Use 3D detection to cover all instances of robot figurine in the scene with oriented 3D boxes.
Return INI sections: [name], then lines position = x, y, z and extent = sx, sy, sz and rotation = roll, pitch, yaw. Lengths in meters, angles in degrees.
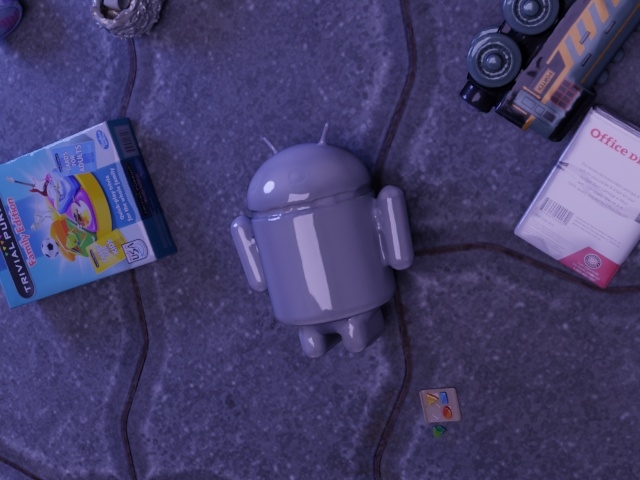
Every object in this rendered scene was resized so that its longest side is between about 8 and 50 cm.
[robot figurine]
position = 0.000, 0.000, 1.564
extent = 0.300, 0.200, 0.354
rotation = -10, 98, 21

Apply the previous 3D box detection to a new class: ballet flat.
[ballet flat]
position = -0.279, -0.516, 1.601
extent = 0.147, 0.147, 0.409
rotation = 21, 107, 16

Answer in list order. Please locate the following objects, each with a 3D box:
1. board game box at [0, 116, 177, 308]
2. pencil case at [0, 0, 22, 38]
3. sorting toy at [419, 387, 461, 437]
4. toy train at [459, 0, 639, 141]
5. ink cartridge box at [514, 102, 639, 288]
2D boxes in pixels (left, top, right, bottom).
[board game box]
position = -0.453, -0.044, 1.796
extent = 0.336, 0.079, 0.254
rotation = -18, 94, 23
[pencil case]
position = -0.645, -0.472, 1.761
extent = 0.124, 0.113, 0.273
rotation = -41, 85, 32
[sorting toy]
position = 0.199, 0.285, 1.649
extent = 0.062, 0.012, 0.083
rotation = -9, 97, 22
[toy train]
position = 0.342, -0.301, 1.412
extent = 0.190, 0.142, 0.334
rotation = 34, 110, -1
[ink cartridge box]
position = 0.408, -0.068, 1.452
extent = 0.158, 0.092, 0.218
rotation = 33, 113, 12
